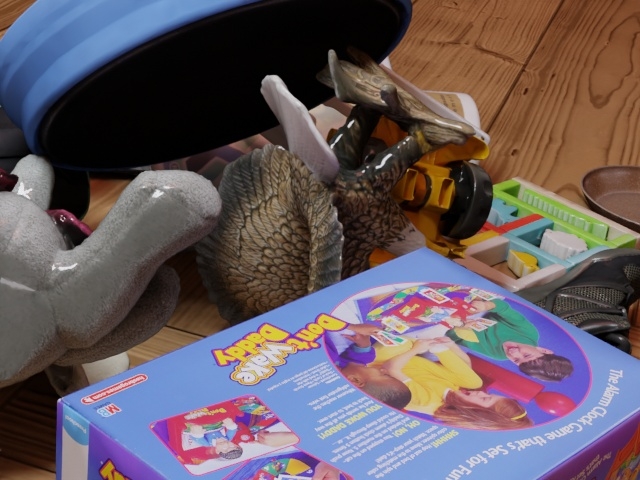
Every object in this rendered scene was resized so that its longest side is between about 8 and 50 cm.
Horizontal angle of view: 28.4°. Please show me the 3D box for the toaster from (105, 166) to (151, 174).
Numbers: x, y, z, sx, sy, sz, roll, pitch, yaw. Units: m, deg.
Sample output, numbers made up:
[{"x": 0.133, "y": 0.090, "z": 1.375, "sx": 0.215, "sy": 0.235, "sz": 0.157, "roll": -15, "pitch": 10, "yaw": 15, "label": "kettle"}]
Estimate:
[{"x": -0.270, "y": -0.155, "z": 1.542, "sx": 0.168, "sy": 0.110, "sz": 0.186, "roll": 6, "pitch": 27, "yaw": -2, "label": "toaster"}]

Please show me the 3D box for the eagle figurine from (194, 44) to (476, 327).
[{"x": 0.010, "y": 0.005, "z": 1.070, "sx": 0.225, "sy": 0.298, "sz": 0.226, "roll": 30, "pitch": 13, "yaw": 1, "label": "eagle figurine"}]

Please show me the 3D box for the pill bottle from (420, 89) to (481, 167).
[{"x": 0.070, "y": -0.122, "z": 1.553, "sx": 0.229, "sy": 0.131, "sz": 0.131, "roll": 2, "pitch": 27, "yaw": -13, "label": "pill bottle"}]

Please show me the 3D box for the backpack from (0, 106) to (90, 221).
[{"x": -0.328, "y": -0.049, "z": 1.247, "sx": 0.188, "sy": 0.144, "sz": 0.166, "roll": -9, "pitch": 65, "yaw": -25, "label": "backpack"}]

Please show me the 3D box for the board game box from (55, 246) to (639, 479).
[{"x": 0.040, "y": 0.127, "z": 0.816, "sx": 0.233, "sy": 0.078, "sz": 0.347, "roll": 29, "pitch": 34, "yaw": 35, "label": "board game box"}]

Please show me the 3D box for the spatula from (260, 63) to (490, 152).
[{"x": 0.046, "y": -0.126, "z": 1.361, "sx": 0.242, "sy": 0.168, "sz": 0.019, "roll": 34, "pitch": 25, "yaw": -5, "label": "spatula"}]

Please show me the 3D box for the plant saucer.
[{"x": 0.423, "y": -0.040, "z": 1.599, "sx": 0.198, "sy": 0.036, "sz": 0.198, "roll": 6, "pitch": 26, "yaw": -3, "label": "plant saucer"}]

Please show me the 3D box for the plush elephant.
[{"x": -0.262, "y": 0.027, "z": 1.041, "sx": 0.272, "sy": 0.330, "sz": 0.255, "roll": 20, "pitch": 4, "yaw": -15, "label": "plush elephant"}]

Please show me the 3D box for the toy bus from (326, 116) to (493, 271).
[{"x": 0.051, "y": -0.011, "z": 1.288, "sx": 0.149, "sy": 0.220, "sz": 0.211, "roll": 12, "pitch": -2, "yaw": -27, "label": "toy bus"}]

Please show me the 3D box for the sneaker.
[{"x": 0.283, "y": 0.082, "z": 1.266, "sx": 0.227, "sy": 0.087, "sz": 0.130, "roll": -19, "pitch": 39, "yaw": -38, "label": "sneaker"}]

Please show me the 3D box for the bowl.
[{"x": -0.099, "y": -0.169, "z": 1.152, "sx": 0.391, "sy": 0.391, "sz": 0.077, "roll": -13, "pitch": 77, "yaw": -36, "label": "bowl"}]

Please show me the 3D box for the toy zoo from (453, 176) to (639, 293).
[{"x": 0.212, "y": 0.002, "z": 1.460, "sx": 0.293, "sy": 0.030, "sz": 0.192, "roll": -18, "pitch": 36, "yaw": -41, "label": "toy zoo"}]

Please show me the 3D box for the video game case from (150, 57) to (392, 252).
[{"x": -0.055, "y": -0.154, "z": 1.446, "sx": 0.300, "sy": 0.036, "sz": 0.329, "roll": -7, "pitch": 66, "yaw": -15, "label": "video game case"}]
